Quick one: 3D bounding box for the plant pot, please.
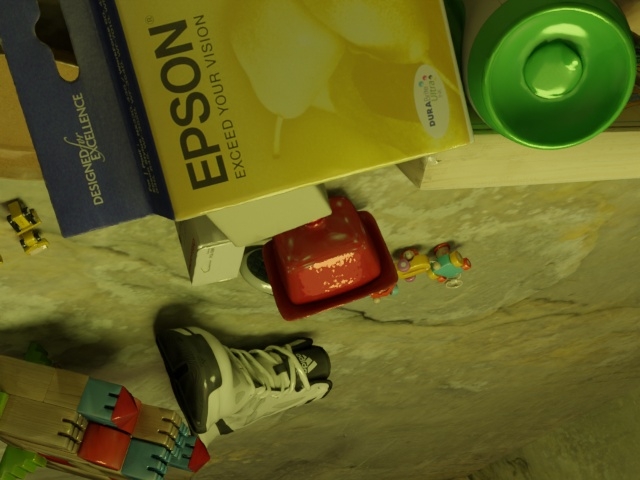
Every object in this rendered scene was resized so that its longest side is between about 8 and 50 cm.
[{"bbox_3d":[-0.273,-0.118,0.933,0.236,0.032,0.236,-3,158,-1],"label":"plant pot"}]

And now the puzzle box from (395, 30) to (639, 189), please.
[{"bbox_3d":[0.203,-0.144,0.976,0.409,0.272,0.052,-5,125,-28],"label":"puzzle box"}]

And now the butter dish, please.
[{"bbox_3d":[0.000,0.000,1.306,0.160,0.160,0.118,-19,132,-1],"label":"butter dish"}]

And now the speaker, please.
[{"bbox_3d":[0.159,-0.179,0.827,0.131,0.296,0.131,-1,118,-2],"label":"speaker"}]

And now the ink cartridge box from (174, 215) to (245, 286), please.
[{"bbox_3d":[-0.129,-0.031,1.133,0.056,0.135,0.099,-10,155,-18],"label":"ink cartridge box"}]

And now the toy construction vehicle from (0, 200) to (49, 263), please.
[{"bbox_3d":[-0.356,-0.007,1.162,0.086,0.035,0.098,-28,158,-4],"label":"toy construction vehicle"}]

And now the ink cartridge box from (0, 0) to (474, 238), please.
[{"bbox_3d":[-0.075,-0.176,0.709,0.307,0.304,0.072,-16,-167,-7],"label":"ink cartridge box"}]

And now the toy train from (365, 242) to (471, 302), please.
[{"bbox_3d":[0.148,0.047,1.593,0.166,0.046,0.125,-7,154,-16],"label":"toy train"}]

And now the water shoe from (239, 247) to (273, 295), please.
[{"bbox_3d":[-0.041,0.060,1.455,0.203,0.073,0.080,6,148,-40],"label":"water shoe"}]

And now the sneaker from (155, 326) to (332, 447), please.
[{"bbox_3d":[-0.110,0.196,1.635,0.257,0.169,0.447,-22,164,-12],"label":"sneaker"}]

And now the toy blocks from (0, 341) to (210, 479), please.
[{"bbox_3d":[-0.310,0.273,1.445,0.261,0.191,0.381,11,158,12],"label":"toy blocks"}]

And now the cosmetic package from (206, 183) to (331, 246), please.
[{"bbox_3d":[-0.096,-0.129,0.930,0.113,0.160,0.309,-20,154,7],"label":"cosmetic package"}]
